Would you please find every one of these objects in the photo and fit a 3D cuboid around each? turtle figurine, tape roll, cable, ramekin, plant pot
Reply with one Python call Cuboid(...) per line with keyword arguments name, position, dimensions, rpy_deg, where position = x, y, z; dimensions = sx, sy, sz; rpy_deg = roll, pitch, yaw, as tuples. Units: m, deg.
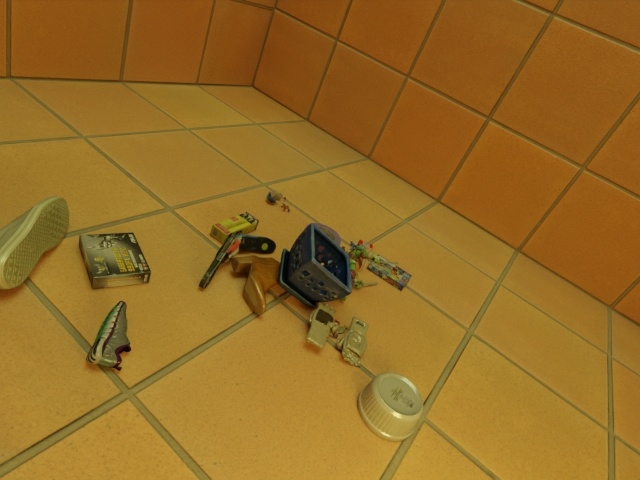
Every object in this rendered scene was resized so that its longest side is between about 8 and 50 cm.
Cuboid(name="turtle figurine", position=(0.185, 0.150, 1.848), dimensions=(0.274, 0.198, 0.266), rpy_deg=(52, 50, -14))
Cuboid(name="tape roll", position=(0.000, 0.000, 2.078), dimensions=(0.189, 0.080, 0.189), rpy_deg=(18, 30, -11))
Cuboid(name="cable", position=(-0.373, 0.074, 1.646), dimensions=(0.072, 0.139, 0.287), rpy_deg=(30, 33, -10))
Cuboid(name="ramekin", position=(0.235, 0.530, 1.391), dimensions=(0.207, 0.108, 0.207), rpy_deg=(18, 30, -11))
Cuboid(name="plant pot", position=(-0.031, 0.116, 1.686), dimensions=(0.236, 0.212, 0.235), rpy_deg=(42, 28, -28))

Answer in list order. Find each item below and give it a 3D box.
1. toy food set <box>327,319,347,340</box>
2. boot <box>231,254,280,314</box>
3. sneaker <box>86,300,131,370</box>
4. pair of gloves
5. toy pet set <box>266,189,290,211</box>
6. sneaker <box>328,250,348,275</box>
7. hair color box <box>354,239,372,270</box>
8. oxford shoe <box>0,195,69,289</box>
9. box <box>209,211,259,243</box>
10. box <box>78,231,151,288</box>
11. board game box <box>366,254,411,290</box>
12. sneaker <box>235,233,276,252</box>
Cuboid(name="toy food set", position=(0.049, 0.338, 1.645), dimensions=(0.078, 0.019, 0.122), rpy_deg=(36, 32, 19))
Cuboid(name="boot", position=(-0.204, 0.161, 1.664), dimensions=(0.211, 0.104, 0.295), rpy_deg=(3, 39, -40))
Cuboid(name="sneaker", position=(-0.595, 0.280, 1.247), dimensions=(0.098, 0.083, 0.223), rpy_deg=(35, 29, -25))
Cuboid(name="pair of gloves", position=(0.063, 0.346, 1.588), dimensions=(0.240, 0.042, 0.204), rpy_deg=(26, 39, -8))
Cuboid(name="toy pet set", position=(-0.230, -0.208, 2.282), dimensions=(0.114, 0.065, 0.122), rpy_deg=(46, 16, -41))
Cuboid(name="sneaker", position=(0.081, 0.125, 1.940), dimensions=(0.090, 0.081, 0.232), rpy_deg=(50, 43, 10))
Cuboid(name="hair color box", position=(0.190, 0.072, 2.039), dimensions=(0.072, 0.141, 0.043), rpy_deg=(23, 30, -3))
Cuboid(name="oxford shoe", position=(-0.948, -0.013, 1.364), dimensions=(0.130, 0.169, 0.449), rpy_deg=(0, 34, -2))
Cuboid(name="box", position=(-0.384, -0.060, 1.919), dimensions=(0.087, 0.058, 0.232), rpy_deg=(36, 32, 17))
Cuboid(name="box", position=(-0.721, 0.063, 1.490), dimensions=(0.183, 0.056, 0.231), rpy_deg=(-3, 40, -39))
Cuboid(name="board game box", position=(0.343, 0.157, 2.120), dimensions=(0.201, 0.035, 0.136), rpy_deg=(33, 32, 14))
Cuboid(name="sneaker", position=(-0.294, 0.008, 1.870), dimensions=(0.210, 0.069, 0.082), rpy_deg=(10, 5, -39))
